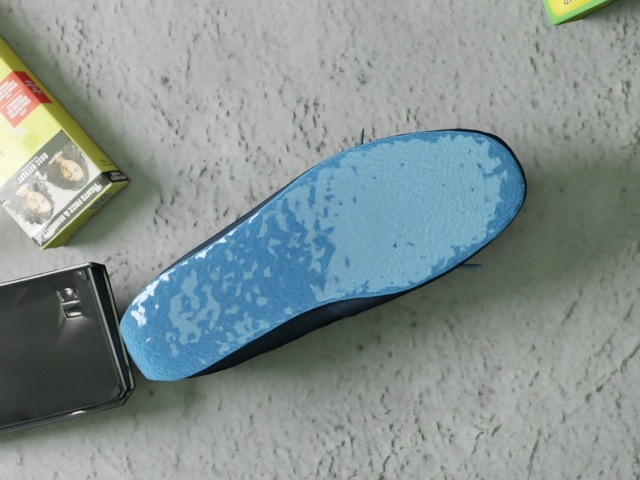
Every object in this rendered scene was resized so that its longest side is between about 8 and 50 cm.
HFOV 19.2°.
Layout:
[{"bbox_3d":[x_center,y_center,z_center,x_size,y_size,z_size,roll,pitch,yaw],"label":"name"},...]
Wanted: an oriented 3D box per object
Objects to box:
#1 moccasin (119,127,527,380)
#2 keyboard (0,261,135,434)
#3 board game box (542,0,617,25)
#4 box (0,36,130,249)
[{"bbox_3d":[0.000,0.000,1.496,0.342,0.117,0.137,-21,87,12],"label":"moccasin"},{"bbox_3d":[-0.313,0.069,1.560,0.317,0.033,0.201,-13,96,20],"label":"keyboard"},{"bbox_3d":[0.263,-0.315,1.398,0.317,0.046,0.213,-24,86,42],"label":"board game box"},{"bbox_3d":[-0.267,-0.105,1.563,0.087,0.058,0.232,-41,85,9],"label":"box"}]
